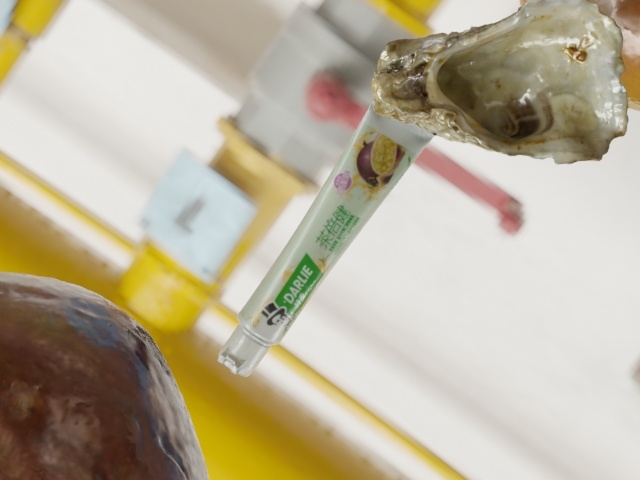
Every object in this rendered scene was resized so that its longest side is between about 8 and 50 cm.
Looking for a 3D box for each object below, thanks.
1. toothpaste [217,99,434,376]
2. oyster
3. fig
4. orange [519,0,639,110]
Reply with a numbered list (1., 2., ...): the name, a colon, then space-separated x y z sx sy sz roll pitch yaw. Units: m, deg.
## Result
1. toothpaste: 0.000 0.000 1.891 0.056 0.314 0.058 38 -169 17
2. oyster: 0.159 -0.145 1.718 0.233 0.161 0.107 -5 -176 -3
3. fig: -0.171 0.136 1.125 0.224 0.224 0.263 50 156 47
4. orange: 0.349 -0.254 1.933 0.310 0.274 0.274 15 -169 6
